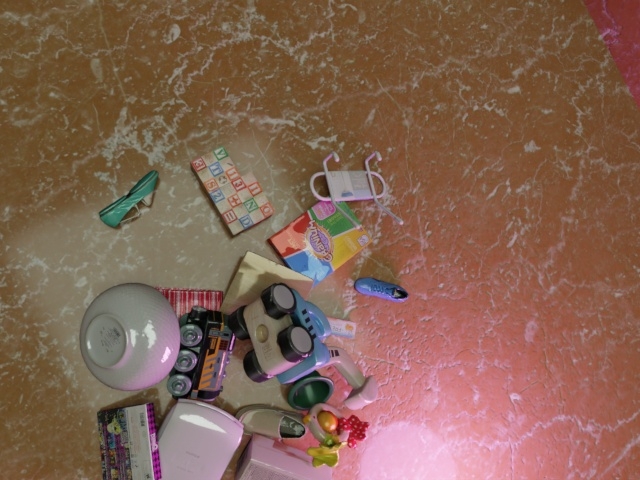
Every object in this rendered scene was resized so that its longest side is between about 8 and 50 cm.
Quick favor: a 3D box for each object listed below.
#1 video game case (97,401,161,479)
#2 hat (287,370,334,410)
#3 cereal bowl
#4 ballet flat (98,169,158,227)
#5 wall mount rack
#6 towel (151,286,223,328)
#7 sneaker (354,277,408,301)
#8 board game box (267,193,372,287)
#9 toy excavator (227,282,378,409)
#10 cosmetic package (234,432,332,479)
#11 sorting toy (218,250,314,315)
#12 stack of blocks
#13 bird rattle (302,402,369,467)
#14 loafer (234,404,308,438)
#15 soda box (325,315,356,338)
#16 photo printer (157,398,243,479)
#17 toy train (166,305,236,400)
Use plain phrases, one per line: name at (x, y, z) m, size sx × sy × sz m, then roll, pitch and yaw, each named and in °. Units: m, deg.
video game case at (-0.601, 0.638, 1.581) m, size 0.210 × 0.042 × 0.232 m, roll -16°, pitch 77°, yaw 22°
hat at (-0.059, 0.476, 1.824) m, size 0.173 × 0.183 × 0.208 m, roll -8°, pitch 128°, yaw -17°
cereal bowl at (-0.613, 0.301, 1.560) m, size 0.339 × 0.141 × 0.339 m, roll -1°, pitch 87°, yaw 20°
ballet flat at (-0.635, -0.135, 1.728) m, size 0.247 × 0.083 × 0.087 m, roll -44°, pitch 119°, yaw -15°
wall mount rack at (0.146, -0.176, 1.847) m, size 0.350 × 0.130 × 0.304 m, roll -7°, pitch 76°, yaw -33°
towel at (-0.478, 0.262, 1.738) m, size 0.275 × 0.031 × 0.199 m, roll 4°, pitch 83°, yaw -14°
sneaker at (0.234, 0.183, 1.906) m, size 0.209 × 0.082 × 0.069 m, roll 15°, pitch 82°, yaw -11°
board game box at (0.000, 0.000, 1.874) m, size 0.316 × 0.064 × 0.242 m, roll -38°, pitch 93°, yaw -16°
toy excavator at (-0.021, 0.356, 1.652) m, size 0.445 × 0.222 × 0.433 m, roll 5°, pitch 55°, yaw -50°
cosmetic package at (-0.124, 0.785, 1.692) m, size 0.296 × 0.129 × 0.153 m, roll 26°, pitch 107°, yaw -11°
sorting toy at (-0.193, 0.196, 1.768) m, size 0.257 × 0.089 × 0.255 m, roll 25°, pitch 91°, yaw -10°
stack of blocks at (-0.314, -0.181, 1.803) m, size 0.171 × 0.087 × 0.297 m, roll -31°, pitch 92°, yaw -16°
bird rattle at (0.048, 0.647, 1.748) m, size 0.207 × 0.143 × 0.253 m, roll 46°, pitch 35°, yaw 16°
loafer at (-0.162, 0.629, 1.743) m, size 0.268 × 0.092 × 0.102 m, roll 8°, pitch 81°, yaw -13°
soda box at (0.037, 0.312, 1.850) m, size 0.183 × 0.058 × 0.063 m, roll 13°, pitch 80°, yaw -12°
photo printer at (-0.409, 0.672, 1.626) m, size 0.256 × 0.107 × 0.307 m, roll 28°, pitch 95°, yaw -10°
toy train at (-0.388, 0.379, 1.662) m, size 0.190 × 0.142 × 0.334 m, roll 12°, pitch 100°, yaw -15°
